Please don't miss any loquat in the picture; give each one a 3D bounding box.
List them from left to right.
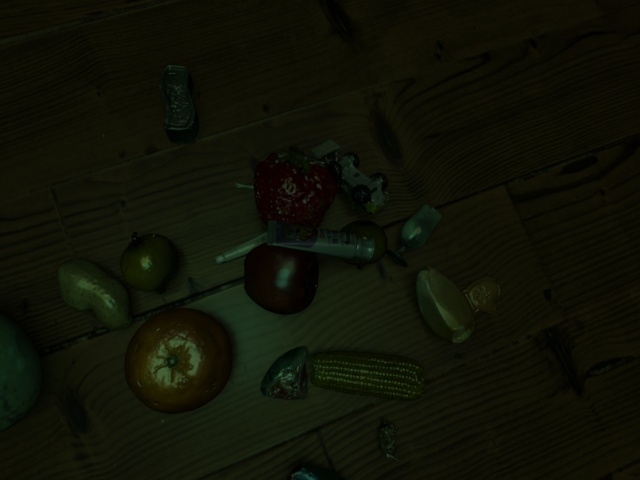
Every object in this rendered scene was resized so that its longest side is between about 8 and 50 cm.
[{"bbox_3d":[-0.494,0.071,1.312,0.150,0.172,0.204,0,124,6],"label":"loquat"}]

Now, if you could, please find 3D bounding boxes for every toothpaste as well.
[{"bbox_3d":[-0.236,0.026,1.408,0.191,0.031,0.048,-23,80,-13],"label":"toothpaste"},{"bbox_3d":[0.000,0.000,1.256,0.300,0.073,0.113,10,37,-12],"label":"toothpaste"}]

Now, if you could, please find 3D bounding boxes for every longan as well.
[{"bbox_3d":[0.126,0.018,1.395,0.155,0.145,0.176,16,119,15],"label":"longan"}]

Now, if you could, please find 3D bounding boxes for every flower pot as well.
[{"bbox_3d":[-0.445,-0.432,1.429,0.103,0.108,0.229,-7,82,-8],"label":"flower pot"}]

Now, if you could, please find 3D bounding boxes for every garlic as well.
[{"bbox_3d":[0.372,0.190,1.372,0.146,0.164,0.244,-30,78,7],"label":"garlic"}]

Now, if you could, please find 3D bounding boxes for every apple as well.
[{"bbox_3d":[-0.111,0.106,1.314,0.234,0.234,0.233,1,80,-6],"label":"apple"}]

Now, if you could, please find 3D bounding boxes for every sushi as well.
[{"bbox_3d":[0.201,0.588,1.337,0.053,0.055,0.120,-1,78,0],"label":"sushi"}]

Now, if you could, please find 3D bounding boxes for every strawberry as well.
[{"bbox_3d":[-0.084,-0.127,1.349,0.258,0.257,0.276,8,116,-4],"label":"strawberry"}]

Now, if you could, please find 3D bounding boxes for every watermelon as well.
[{"bbox_3d":[-0.082,0.409,1.336,0.187,0.071,0.139,-43,91,-11],"label":"watermelon"}]

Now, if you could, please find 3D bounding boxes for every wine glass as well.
[{"bbox_3d":[0.299,-0.019,1.438,0.093,0.093,0.202,40,79,2],"label":"wine glass"}]

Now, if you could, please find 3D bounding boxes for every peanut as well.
[{"bbox_3d":[-0.645,0.155,1.299,0.253,0.122,0.137,35,88,-3],"label":"peanut"}]

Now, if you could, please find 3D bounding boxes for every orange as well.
[{"bbox_3d":[-0.384,0.325,1.237,0.284,0.226,0.283,1,82,-10],"label":"orange"}]

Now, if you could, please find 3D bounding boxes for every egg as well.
[{"bbox_3d":[-0.923,0.324,1.127,0.428,0.345,0.344,33,78,-13],"label":"egg"}]

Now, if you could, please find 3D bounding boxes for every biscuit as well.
[{"bbox_3d":[0.525,0.185,1.458,0.140,0.023,0.118,-35,85,-11],"label":"biscuit"}]

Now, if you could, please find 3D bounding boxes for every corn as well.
[{"bbox_3d":[0.137,0.396,1.330,0.345,0.131,0.131,6,79,-4],"label":"corn"}]

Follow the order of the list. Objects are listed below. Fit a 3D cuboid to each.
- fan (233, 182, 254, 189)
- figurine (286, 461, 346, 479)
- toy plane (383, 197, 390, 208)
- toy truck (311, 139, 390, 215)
[{"bbox_3d":[-0.170,-0.165,1.458,0.220,0.009,0.131,7,79,-5],"label":"fan"},{"bbox_3d":[-0.031,0.762,1.254,0.185,0.127,0.234,19,89,3],"label":"figurine"},{"bbox_3d":[0.190,-0.137,1.481,0.078,0.024,0.084,-16,74,7],"label":"toy plane"},{"bbox_3d":[0.092,-0.197,1.436,0.286,0.111,0.136,43,48,13],"label":"toy truck"}]
